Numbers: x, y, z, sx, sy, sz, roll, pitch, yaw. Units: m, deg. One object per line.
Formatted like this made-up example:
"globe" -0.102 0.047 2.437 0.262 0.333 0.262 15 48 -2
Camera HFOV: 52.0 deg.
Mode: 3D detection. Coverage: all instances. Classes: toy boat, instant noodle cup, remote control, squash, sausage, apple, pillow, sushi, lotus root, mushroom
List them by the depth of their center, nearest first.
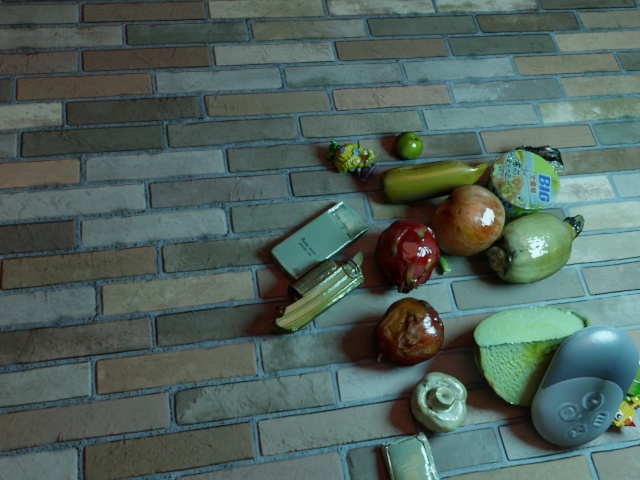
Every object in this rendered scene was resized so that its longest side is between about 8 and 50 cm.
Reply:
"pillow" 0.222 0.564 1.542 0.119 0.053 0.208 -9 65 -9
"remote control" 0.643 0.357 1.598 0.221 0.103 0.332 14 104 -15
"mushroom" 0.291 0.396 1.608 0.148 0.112 0.148 4 54 -5
"apple" 0.532 0.282 1.663 0.346 0.179 0.254 -7 62 -14
"toy boat" -0.008 0.130 1.712 0.310 0.089 0.115 -34 82 -22
"apple" 0.398 -0.055 1.805 0.164 0.209 0.209 32 61 -12
"remote control" 0.000 0.000 1.816 0.285 0.038 0.123 -37 75 -25
"lotus root" 0.609 0.009 1.817 0.310 0.182 0.182 -20 67 -21
"squash" 0.339 0.054 1.839 0.027 0.027 0.083 -14 65 -15
"sausage" 0.333 -0.176 1.872 0.328 0.112 0.112 -10 64 5
"instant noodle cup" 0.565 -0.144 1.905 0.205 0.153 0.205 3 64 -7
"apple" 0.266 -0.287 1.980 0.090 0.074 0.089 16 46 -17
"sushi" 0.663 -0.238 2.004 0.150 0.090 0.078 5 59 -4

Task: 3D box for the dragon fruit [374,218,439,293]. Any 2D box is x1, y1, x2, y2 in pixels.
"dragon fruit" 0.233 0.034 1.756 0.172 0.172 0.209 1 55 -8

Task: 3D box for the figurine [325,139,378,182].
"figurine" 0.092 -0.250 1.914 0.156 0.115 0.095 36 53 12

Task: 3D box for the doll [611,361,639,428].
"doll" 0.770 0.387 1.686 0.134 0.106 0.186 19 78 19

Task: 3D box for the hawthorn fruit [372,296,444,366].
"hawthorn fruit" 0.221 0.230 1.659 0.179 0.173 0.173 -2 63 -10
